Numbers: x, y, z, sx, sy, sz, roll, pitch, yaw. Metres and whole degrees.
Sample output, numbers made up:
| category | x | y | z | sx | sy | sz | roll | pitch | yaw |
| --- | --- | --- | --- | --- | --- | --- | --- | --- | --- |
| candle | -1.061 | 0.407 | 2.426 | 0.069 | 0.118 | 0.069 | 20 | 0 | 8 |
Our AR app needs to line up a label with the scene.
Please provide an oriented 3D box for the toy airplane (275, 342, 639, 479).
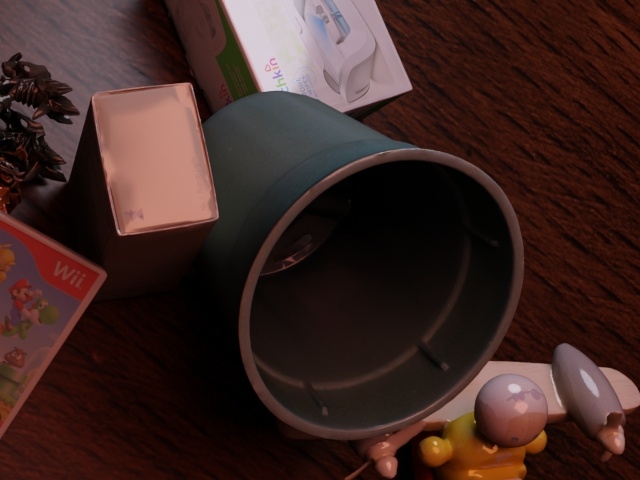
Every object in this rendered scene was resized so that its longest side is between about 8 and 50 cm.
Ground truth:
| category | x | y | z | sx | sy | sz | roll | pitch | yaw |
| --- | --- | --- | --- | --- | --- | --- | --- | --- | --- |
| toy airplane | 0.184 | 0.202 | 2.071 | 0.384 | 0.272 | 0.386 | 43 | 60 | -6 |

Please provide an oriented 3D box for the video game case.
| category | x | y | z | sx | sy | sz | roll | pitch | yaw |
| --- | --- | --- | --- | --- | --- | --- | --- | --- | --- |
| video game case | -0.385 | 0.104 | 1.802 | 0.204 | 0.025 | 0.285 | 31 | 95 | -27 |

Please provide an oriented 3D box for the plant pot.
| category | x | y | z | sx | sy | sz | roll | pitch | yaw |
| --- | --- | --- | --- | --- | --- | --- | --- | --- | --- |
| plant pot | 0.000 | 0.000 | 1.947 | 0.341 | 0.334 | 0.341 | -11 | 117 | -23 |

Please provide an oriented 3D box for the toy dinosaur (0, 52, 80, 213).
| category | x | y | z | sx | sy | sz | roll | pitch | yaw |
| --- | --- | --- | --- | --- | --- | --- | --- | --- | --- |
| toy dinosaur | -0.394 | -0.108 | 1.899 | 0.218 | 0.164 | 0.322 | -27 | 89 | -29 |

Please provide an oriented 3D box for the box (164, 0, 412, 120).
| category | x | y | z | sx | sy | sz | roll | pitch | yaw |
| --- | --- | --- | --- | --- | --- | --- | --- | --- | --- |
| box | -0.049 | -0.262 | 2.184 | 0.231 | 0.127 | 0.262 | -20 | 86 | -37 |

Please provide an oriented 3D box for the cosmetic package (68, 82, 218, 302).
| category | x | y | z | sx | sy | sz | roll | pitch | yaw |
| --- | --- | --- | --- | --- | --- | --- | --- | --- | --- |
| cosmetic package | -0.203 | -0.046 | 1.892 | 0.113 | 0.309 | 0.160 | -8 | 78 | -16 |
